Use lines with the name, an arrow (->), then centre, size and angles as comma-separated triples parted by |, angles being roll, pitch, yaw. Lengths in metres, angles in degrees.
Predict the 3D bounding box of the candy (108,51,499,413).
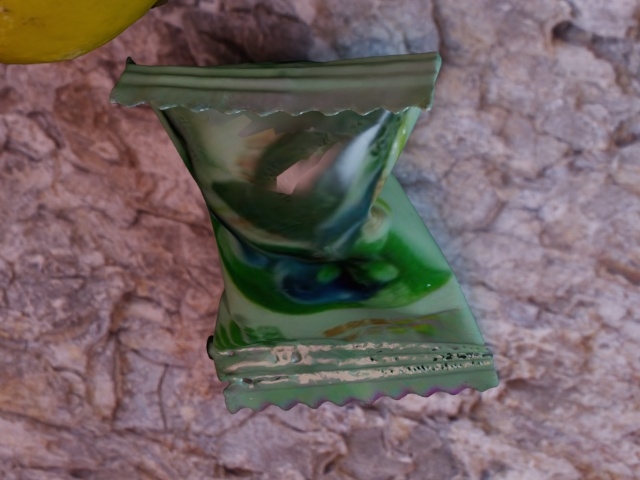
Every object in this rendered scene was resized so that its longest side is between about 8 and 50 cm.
candy -> -0.001, 0.005, 1.477 | 0.262, 0.172, 0.398 | 0, 129, 17

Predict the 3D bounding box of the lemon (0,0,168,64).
lemon -> -0.233, -0.279, 1.315 | 0.297, 0.297, 0.297 | 5, 117, 10
